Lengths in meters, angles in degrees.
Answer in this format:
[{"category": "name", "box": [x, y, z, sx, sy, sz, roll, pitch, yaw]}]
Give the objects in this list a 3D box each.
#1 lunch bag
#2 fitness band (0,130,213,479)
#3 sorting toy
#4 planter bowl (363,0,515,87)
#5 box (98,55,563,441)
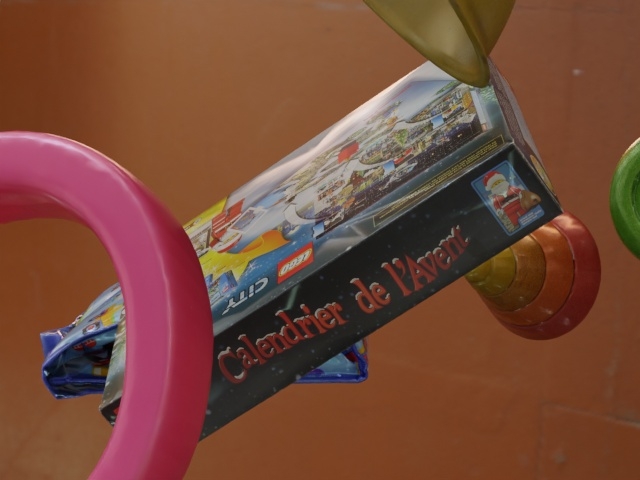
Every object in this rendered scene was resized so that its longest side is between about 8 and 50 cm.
[{"category": "lunch bag", "box": [-0.112, 0.060, 1.281, 0.293, 0.221, 0.138, -13, 102, 5]}, {"category": "fitness band", "box": [-0.183, 0.061, 0.612, 0.290, 0.054, 0.209, -11, 64, 20]}, {"category": "sorting toy", "box": [0.249, -0.029, 1.169, 0.365, 0.126, 0.127, -31, 68, 33]}, {"category": "planter bowl", "box": [0.023, -0.169, 0.552, 0.090, 0.217, 0.217, -42, 58, 0]}, {"category": "box", "box": [0.000, 0.000, 0.720, 0.233, 0.044, 0.159, -33, 23, 14]}]
